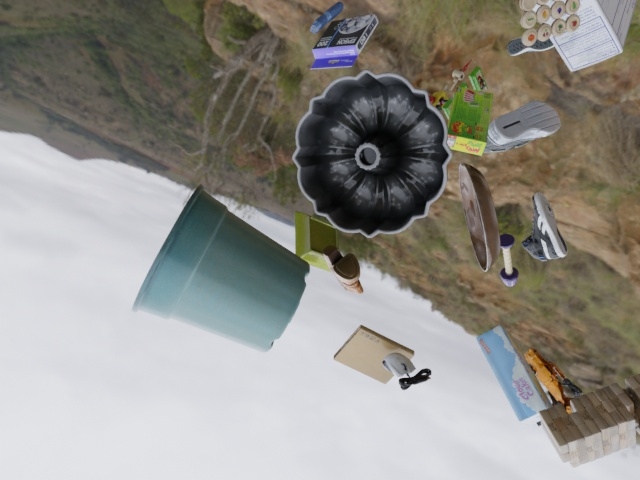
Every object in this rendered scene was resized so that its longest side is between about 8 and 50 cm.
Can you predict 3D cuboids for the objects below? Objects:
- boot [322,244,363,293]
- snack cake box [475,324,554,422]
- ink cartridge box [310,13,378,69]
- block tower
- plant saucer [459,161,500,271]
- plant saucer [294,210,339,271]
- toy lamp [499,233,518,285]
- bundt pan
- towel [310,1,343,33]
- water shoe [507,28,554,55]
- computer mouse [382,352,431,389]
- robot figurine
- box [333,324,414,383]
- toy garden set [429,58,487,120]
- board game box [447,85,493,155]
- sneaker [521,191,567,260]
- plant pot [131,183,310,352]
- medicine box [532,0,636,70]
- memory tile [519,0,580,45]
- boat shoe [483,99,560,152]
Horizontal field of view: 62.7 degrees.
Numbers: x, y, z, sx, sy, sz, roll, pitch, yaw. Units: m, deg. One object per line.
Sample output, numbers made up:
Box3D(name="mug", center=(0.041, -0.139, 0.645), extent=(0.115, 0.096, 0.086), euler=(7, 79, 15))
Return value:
Box3D(name="boot", center=(0.087, 0.104, 1.516), extent=(0.152, 0.072, 0.197), euler=(59, 174, -30))
Box3D(name="snack cake box", center=(0.574, 0.396, 1.547), extent=(0.152, 0.089, 0.265), euler=(34, -151, -53))
Box3D(name="ink cartridge box", center=(0.073, -0.692, 1.835), extent=(0.206, 0.208, 0.045), euler=(13, 157, 42))
Box3D(name="block tower", center=(0.622, 0.343, 1.055), extent=(0.097, 0.335, 0.091), euler=(-104, -9, -58))
Box3D(name="plant saucer", center=(0.444, -0.070, 1.461), extent=(0.050, 0.311, 0.310), euler=(-13, 177, 9))
Box3D(name="plant saucer", center=(0.000, 0.000, 1.775), extent=(0.188, 0.188, 0.045), euler=(21, 144, -37))
Box3D(name="toy lamp", center=(0.778, 0.090, 2.182), extent=(0.080, 0.080, 0.275), euler=(25, 151, 42))
Box3D(name="bundt pan", center=(0.117, -0.179, 1.093), extent=(0.330, 0.331, 0.124), euler=(24, -160, 17))
Box3D(name="towel", center=(0.019, -0.707, 1.662), extent=(0.029, 0.119, 0.067), euler=(49, 171, -10))
Box3D(name="water shoe", center=(0.752, -0.697, 1.832), extent=(0.080, 0.073, 0.203), euler=(-22, -161, -30))
Box3D(name="computer mouse", center=(0.232, 0.362, 1.509), extent=(0.105, 0.042, 0.193), euler=(-16, -165, -18))
Box3D(name="robot figurine", center=(0.823, 0.547, 1.901), extent=(0.085, 0.211, 0.291), euler=(8, -142, -44))
Box3D(name="box", center=(0.165, 0.359, 1.640), extent=(0.201, 0.164, 0.021), euler=(28, -149, -14))
Box3D(name="toy garden set", center=(0.450, -0.463, 1.708), extent=(0.049, 0.244, 0.203), euler=(41, -179, 37))
Box3D(name="board game box", center=(0.355, -0.289, 1.257), extent=(0.092, 0.182, 0.043), euler=(14, 145, 8))
Box3D(name="sneaker", center=(0.690, -0.036, 1.683), extent=(0.079, 0.217, 0.121), euler=(-14, 173, -45))
Box3D(name="plant pot", center=(-0.227, 0.093, 1.291), extent=(0.333, 0.341, 0.341), euler=(29, -178, -11))
Box3D(name="medicine box", center=(0.712, -0.668, 1.426), extent=(0.289, 0.264, 0.149), euler=(44, 150, -25))
Box3D(name="memory tile", center=(0.497, -0.492, 1.132), extent=(0.147, 0.113, 0.012), euler=(-20, -151, -9))
Box3D(name="boat shoe", center=(0.623, -0.358, 1.669), extent=(0.334, 0.121, 0.119), euler=(-16, 169, -30))
